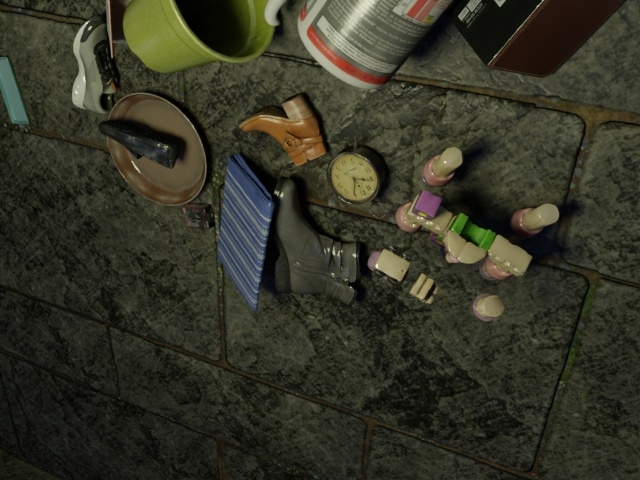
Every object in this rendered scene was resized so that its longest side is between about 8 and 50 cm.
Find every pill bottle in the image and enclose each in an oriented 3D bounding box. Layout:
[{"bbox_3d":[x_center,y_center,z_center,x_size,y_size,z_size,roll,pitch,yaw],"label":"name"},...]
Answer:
[{"bbox_3d":[0.136,-0.456,1.137,0.210,0.210,0.363,43,128,-1],"label":"pill bottle"}]

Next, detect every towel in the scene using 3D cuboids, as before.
[{"bbox_3d":[-0.188,-0.023,1.670,0.243,0.040,0.336,51,141,41],"label":"towel"}]

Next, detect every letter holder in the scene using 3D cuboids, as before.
[{"bbox_3d":[0.405,-0.446,1.131,0.302,0.214,0.152,-50,57,39],"label":"letter holder"}]

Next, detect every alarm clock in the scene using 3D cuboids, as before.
[{"bbox_3d":[0.093,-0.134,1.515,0.129,0.064,0.192,-24,102,36],"label":"alarm clock"}]

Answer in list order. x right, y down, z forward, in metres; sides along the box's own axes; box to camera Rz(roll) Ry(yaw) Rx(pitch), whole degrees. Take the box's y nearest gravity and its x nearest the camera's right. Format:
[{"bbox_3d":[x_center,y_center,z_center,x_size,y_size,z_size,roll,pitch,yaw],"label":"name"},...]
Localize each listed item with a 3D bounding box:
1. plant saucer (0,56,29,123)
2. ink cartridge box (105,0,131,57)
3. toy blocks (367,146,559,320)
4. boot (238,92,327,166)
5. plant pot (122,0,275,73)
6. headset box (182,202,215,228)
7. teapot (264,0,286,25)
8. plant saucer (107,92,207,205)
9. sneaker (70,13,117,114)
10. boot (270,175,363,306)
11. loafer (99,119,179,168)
[{"bbox_3d":[-0.880,-0.427,1.889,0.067,0.018,0.192,6,119,25],"label":"plant saucer"},{"bbox_3d":[-0.442,-0.568,1.449,0.060,0.239,0.275,-5,125,-19],"label":"ink cartridge box"},{"bbox_3d":[0.275,0.012,1.393,0.288,0.309,0.260,31,170,-1],"label":"toy blocks"},{"bbox_3d":[-0.088,-0.241,1.546,0.197,0.073,0.152,-12,116,35],"label":"boot"},{"bbox_3d":[-0.279,-0.479,1.409,0.254,0.276,0.276,-8,114,44],"label":"plant pot"},{"bbox_3d":[-0.333,-0.068,1.800,0.083,0.032,0.062,5,120,24],"label":"headset box"},{"bbox_3d":[-0.145,-0.567,1.252,0.187,0.252,0.256,-31,86,22],"label":"teapot"},{"bbox_3d":[-0.419,-0.240,1.734,0.310,0.050,0.311,13,123,22],"label":"plant saucer"},{"bbox_3d":[-0.555,-0.439,1.665,0.108,0.100,0.271,26,133,7],"label":"sneaker"},{"bbox_3d":[0.000,0.000,1.632,0.222,0.118,0.338,7,127,16],"label":"boot"},{"bbox_3d":[-0.463,-0.244,1.676,0.223,0.076,0.078,21,118,11],"label":"loafer"}]
